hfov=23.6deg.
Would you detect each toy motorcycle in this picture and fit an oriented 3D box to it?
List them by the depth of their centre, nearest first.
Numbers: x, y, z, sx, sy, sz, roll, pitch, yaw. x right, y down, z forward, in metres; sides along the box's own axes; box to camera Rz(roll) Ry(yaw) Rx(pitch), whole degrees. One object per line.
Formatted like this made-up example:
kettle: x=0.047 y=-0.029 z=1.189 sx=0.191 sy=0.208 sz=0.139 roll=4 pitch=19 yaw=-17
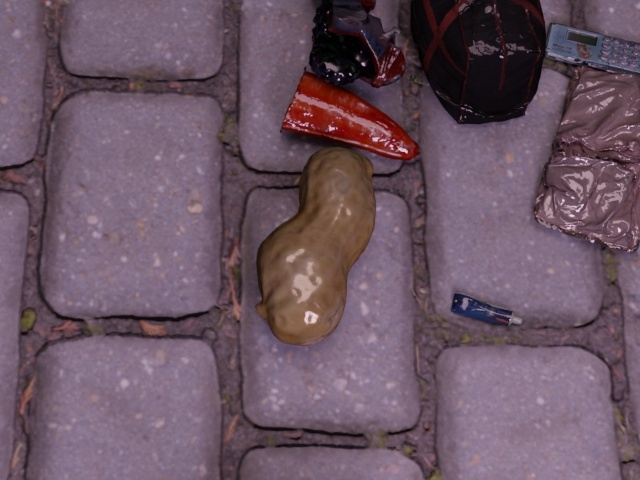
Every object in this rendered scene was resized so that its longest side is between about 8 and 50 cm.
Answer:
toy motorcycle: x=0.045 y=-0.263 z=1.885 sx=0.122 sy=0.082 sz=0.213 roll=17 pitch=45 yaw=-18

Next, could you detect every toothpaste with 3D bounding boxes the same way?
toothpaste: x=0.191 y=0.081 z=1.758 sx=0.083 sy=0.019 sz=0.027 roll=16 pitch=79 yaw=8

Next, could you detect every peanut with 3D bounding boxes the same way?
peanut: x=0.000 y=0.000 z=1.738 sx=0.117 sy=0.101 sz=0.263 roll=30 pitch=62 yaw=-11

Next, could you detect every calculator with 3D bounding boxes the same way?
calculator: x=0.369 y=-0.235 z=1.941 sx=0.172 sy=0.018 sz=0.057 roll=14 pitch=60 yaw=5

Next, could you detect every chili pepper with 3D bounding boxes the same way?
chili pepper: x=0.042 y=-0.137 z=1.839 sx=0.169 sy=0.065 sz=0.088 roll=22 pitch=63 yaw=3

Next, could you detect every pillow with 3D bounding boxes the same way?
pillow: x=0.346 y=-0.108 z=1.854 sx=0.135 sy=0.049 sz=0.248 roll=16 pitch=59 yaw=9

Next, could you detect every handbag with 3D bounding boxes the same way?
handbag: x=0.191 y=-0.266 z=1.855 sx=0.155 sy=0.169 sz=0.215 roll=-9 pitch=64 yaw=-9
